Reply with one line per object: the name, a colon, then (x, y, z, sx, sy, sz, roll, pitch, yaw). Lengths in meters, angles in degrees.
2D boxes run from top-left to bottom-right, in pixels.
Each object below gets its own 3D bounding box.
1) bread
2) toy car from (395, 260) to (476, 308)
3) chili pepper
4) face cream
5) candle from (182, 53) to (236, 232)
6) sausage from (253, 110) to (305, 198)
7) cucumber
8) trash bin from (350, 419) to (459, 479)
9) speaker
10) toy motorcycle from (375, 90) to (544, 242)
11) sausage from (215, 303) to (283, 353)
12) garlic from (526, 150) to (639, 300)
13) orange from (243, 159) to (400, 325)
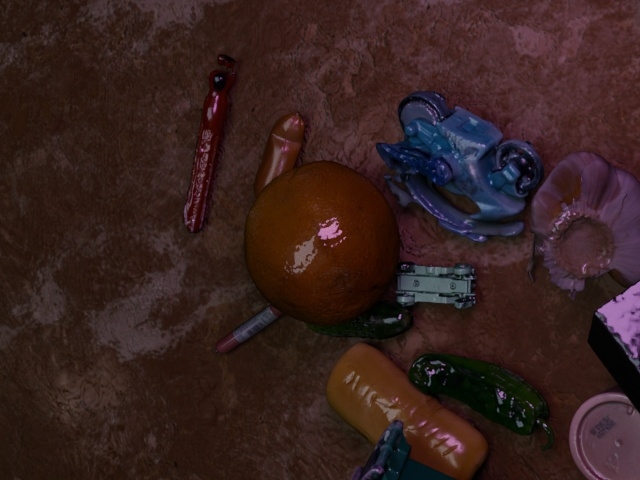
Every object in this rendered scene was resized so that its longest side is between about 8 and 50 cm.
bread: (0.130, 0.297, 2.018, 0.305, 0.091, 0.142, 38, 109, 26)
toy car: (0.185, 0.069, 1.976, 0.143, 0.054, 0.073, 1, 93, 34)
chili pepper: (0.255, 0.239, 1.935, 0.257, 0.074, 0.100, 23, 100, 37)
face cream: (0.445, 0.282, 1.782, 0.149, 0.104, 0.149, 4, 97, 34)
candle: (-0.203, -0.168, 2.226, 0.048, 0.051, 0.329, 22, 107, 34)
sausage: (-0.071, -0.139, 2.136, 0.062, 0.054, 0.183, 17, 105, 0)
cucumber: (0.057, 0.132, 2.068, 0.227, 0.069, 0.069, -3, 93, 39)
trash bin: (0.204, 0.474, 1.836, 0.381, 0.259, 0.295, 18, 109, 8)
speaker: (0.502, 0.114, 1.613, 0.254, 0.232, 0.184, -35, 72, 0)
toy motorcycle: (0.214, -0.108, 1.893, 0.260, 0.154, 0.206, 32, 135, 24)
sausage: (-0.115, 0.148, 2.209, 0.223, 0.029, 0.029, -36, 74, 32)
garlic: (0.352, 0.007, 1.769, 0.257, 0.207, 0.207, -45, 69, 37)
orange: (0.000, 0.000, 1.985, 0.264, 0.264, 0.264, 4, 97, 35)
